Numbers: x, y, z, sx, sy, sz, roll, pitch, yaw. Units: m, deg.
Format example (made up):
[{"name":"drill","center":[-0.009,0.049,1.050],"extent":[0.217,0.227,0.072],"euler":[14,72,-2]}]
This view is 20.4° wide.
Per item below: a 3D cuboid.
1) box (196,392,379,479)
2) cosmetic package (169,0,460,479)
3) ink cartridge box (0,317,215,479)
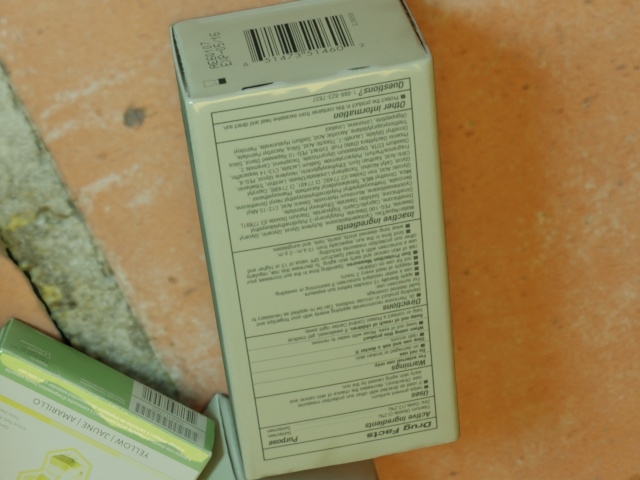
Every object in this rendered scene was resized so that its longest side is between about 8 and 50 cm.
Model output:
[{"name":"box","center":[-0.088,0.282,1.360],"extent":[0.148,0.121,0.311],"euler":[22,116,-23]},{"name":"cosmetic package","center":[0.000,0.000,1.197],"extent":[0.160,0.113,0.309],"euler":[-9,125,-6]},{"name":"ink cartridge box","center":[-0.206,0.189,1.295],"extent":[0.171,0.056,0.235],"euler":[28,113,-13]}]
